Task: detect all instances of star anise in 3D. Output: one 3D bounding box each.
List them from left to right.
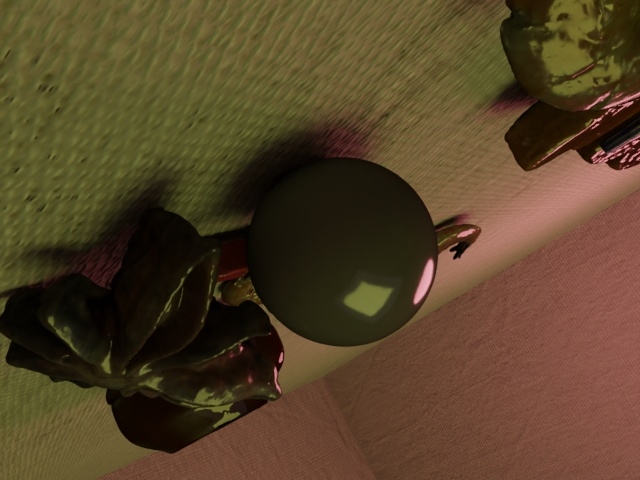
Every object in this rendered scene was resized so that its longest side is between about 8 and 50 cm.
[{"bbox_3d":[-0.132,0.069,0.484,0.199,0.110,0.257,-6,152,10],"label":"star anise"}]

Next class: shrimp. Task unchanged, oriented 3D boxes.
[{"bbox_3d":[-0.038,0.031,0.699,0.163,0.045,0.095,-22,144,-7],"label":"shrimp"},{"bbox_3d":[0.185,0.027,1.075,0.152,0.046,0.219,-6,153,-49],"label":"shrimp"},{"bbox_3d":[0.217,-0.174,0.329,0.267,0.061,0.145,-45,123,10],"label":"shrimp"}]

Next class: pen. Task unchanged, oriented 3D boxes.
[{"bbox_3d":[0.408,-0.161,0.692,0.025,0.025,0.204,-13,160,-46],"label":"pen"}]

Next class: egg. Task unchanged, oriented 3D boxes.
[{"bbox_3d":[0.019,0.011,0.490,0.146,0.146,0.198,-29,163,2],"label":"egg"}]

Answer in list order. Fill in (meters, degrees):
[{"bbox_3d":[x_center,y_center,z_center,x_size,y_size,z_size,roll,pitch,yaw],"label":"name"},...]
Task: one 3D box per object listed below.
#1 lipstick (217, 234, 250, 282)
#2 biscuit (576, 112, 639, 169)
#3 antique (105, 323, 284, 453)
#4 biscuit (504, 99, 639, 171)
[{"bbox_3d":[0.000,0.000,0.623,0.312,0.051,0.051,-11,159,-44],"label":"lipstick"},{"bbox_3d":[0.541,-0.237,0.786,0.432,0.064,0.283,-38,158,31],"label":"biscuit"},{"bbox_3d":[-0.159,0.188,0.806,0.278,0.129,0.224,-36,166,36],"label":"antique"},{"bbox_3d":[0.297,-0.164,0.567,0.287,0.057,0.344,-34,170,11],"label":"biscuit"}]
